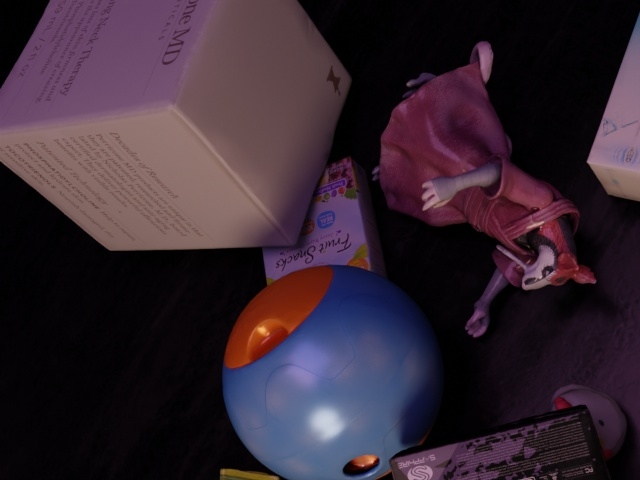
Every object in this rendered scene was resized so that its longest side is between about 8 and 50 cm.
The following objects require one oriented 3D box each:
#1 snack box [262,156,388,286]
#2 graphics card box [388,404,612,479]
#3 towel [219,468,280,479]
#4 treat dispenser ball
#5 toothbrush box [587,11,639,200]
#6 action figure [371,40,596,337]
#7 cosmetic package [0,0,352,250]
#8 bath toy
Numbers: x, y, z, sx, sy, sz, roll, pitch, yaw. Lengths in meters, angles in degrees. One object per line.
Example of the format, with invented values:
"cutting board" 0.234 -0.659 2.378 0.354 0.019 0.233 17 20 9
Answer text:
"snack box" 0.000 0.000 1.440 0.175 0.070 0.207 -21 63 22
"graphics card box" 0.235 0.386 1.036 0.233 0.094 0.370 -18 81 12
"towel" -0.119 0.452 1.364 0.102 0.021 0.237 -2 71 30
"treat dispenser ball" 0.016 0.175 1.232 0.288 0.288 0.288 -11 66 26
"toothbrush box" 0.496 -0.188 1.196 0.216 0.126 0.295 17 82 33
"action figure" 0.242 -0.056 1.286 0.276 0.248 0.370 -35 52 -18
"cosmetic package" -0.224 -0.203 1.442 0.394 0.327 0.329 -3 56 33
"bath toy" 0.226 0.310 1.157 0.348 0.129 0.151 -43 56 8
